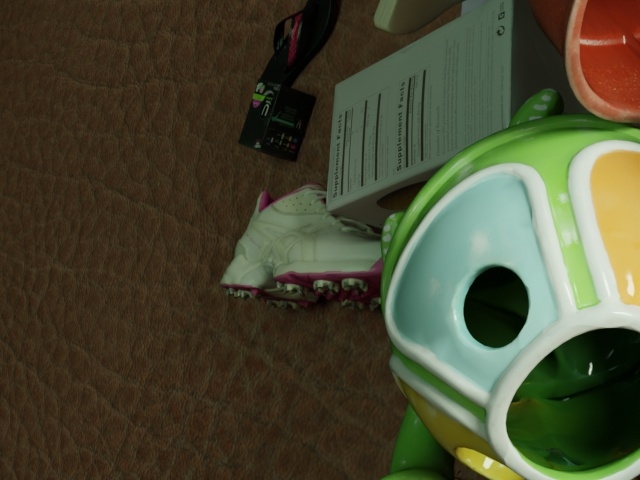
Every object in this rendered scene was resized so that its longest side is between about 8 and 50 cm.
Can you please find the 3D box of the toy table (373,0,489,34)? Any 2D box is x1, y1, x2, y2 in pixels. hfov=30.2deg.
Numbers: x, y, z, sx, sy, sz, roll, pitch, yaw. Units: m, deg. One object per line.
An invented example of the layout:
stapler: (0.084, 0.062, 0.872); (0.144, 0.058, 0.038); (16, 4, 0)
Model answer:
toy table: (0.158, -0.296, 1.080); (0.252, 0.161, 0.274); (12, 87, 57)

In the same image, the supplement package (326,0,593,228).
supplement package: (0.132, -0.098, 1.053); (0.244, 0.139, 0.134); (-22, 58, 52)

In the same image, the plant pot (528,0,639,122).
plant pot: (0.201, -0.266, 0.791); (0.272, 0.272, 0.265); (-54, 53, 27)

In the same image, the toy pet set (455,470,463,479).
toy pet set: (0.148, 0.157, 1.016); (0.114, 0.065, 0.122); (38, 116, 18)

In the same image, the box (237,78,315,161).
box: (-0.053, -0.144, 1.418); (0.062, 0.052, 0.083); (25, 98, 58)

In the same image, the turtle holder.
turtle holder: (0.139, 0.068, 0.823); (0.320, 0.243, 0.227); (-26, 24, 13)

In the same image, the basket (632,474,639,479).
basket: (0.185, 0.227, 0.771); (0.299, 0.213, 0.223); (-38, 49, 42)

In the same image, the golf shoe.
golf shoe: (0.000, 0.000, 1.232); (0.306, 0.115, 0.140); (-2, 71, 54)

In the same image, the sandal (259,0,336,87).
sandal: (-0.037, -0.239, 1.445); (0.179, 0.040, 0.067); (-54, 38, 27)

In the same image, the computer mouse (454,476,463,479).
computer mouse: (0.101, 0.178, 1.070); (0.071, 0.041, 0.242); (-31, 53, 45)
